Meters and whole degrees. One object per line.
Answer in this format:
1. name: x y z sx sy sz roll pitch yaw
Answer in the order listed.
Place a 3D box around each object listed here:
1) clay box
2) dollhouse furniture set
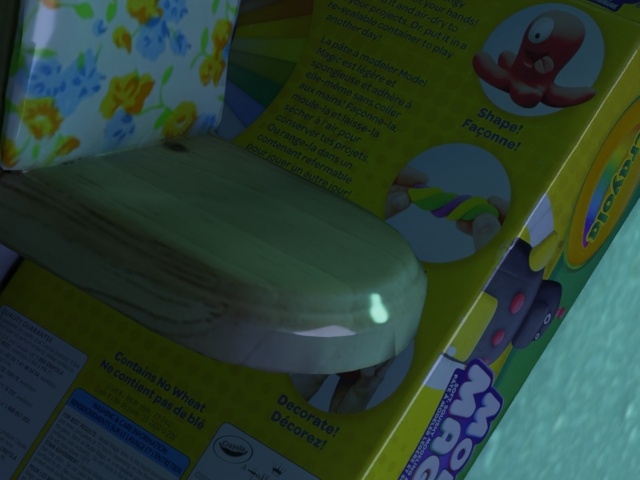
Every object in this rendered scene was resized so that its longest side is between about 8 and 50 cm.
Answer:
1. clay box: 0.000 0.000 0.482 0.222 0.127 0.053 -56 145 -9
2. dollhouse furniture set: -0.058 -0.115 0.195 0.394 0.256 0.362 -18 127 -50
